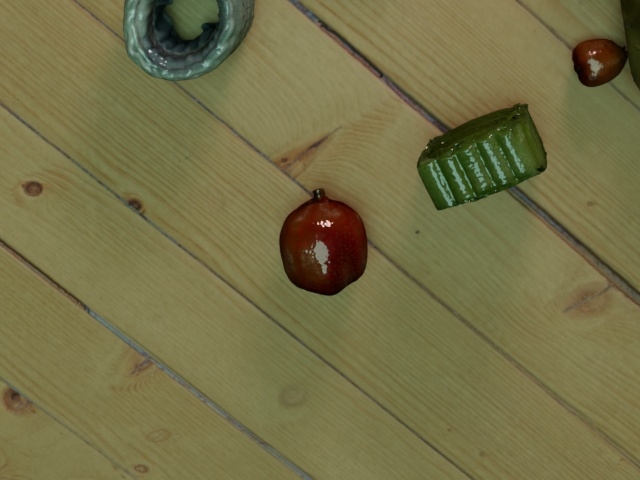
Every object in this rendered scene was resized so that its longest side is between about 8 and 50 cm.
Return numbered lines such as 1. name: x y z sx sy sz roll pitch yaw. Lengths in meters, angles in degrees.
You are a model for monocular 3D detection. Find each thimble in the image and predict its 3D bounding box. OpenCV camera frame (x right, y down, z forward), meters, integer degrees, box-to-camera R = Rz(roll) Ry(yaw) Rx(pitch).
1. thimble: -0.218 -0.389 1.887 0.205 0.172 0.250 40 113 -7

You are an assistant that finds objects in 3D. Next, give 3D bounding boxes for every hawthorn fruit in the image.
1. hawthorn fruit: 0.472 -0.302 1.889 0.093 0.081 0.081 -20 108 5
2. hawthorn fruit: 0.000 0.000 2.028 0.169 0.169 0.188 -10 111 11

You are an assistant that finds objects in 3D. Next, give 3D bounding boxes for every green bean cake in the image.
1. green bean cake: 0.273 -0.142 1.907 0.200 0.214 0.113 -21 102 15

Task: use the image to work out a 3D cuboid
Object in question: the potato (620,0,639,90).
1. potato: 0.583 -0.356 1.801 0.210 0.173 0.307 -17 112 16
